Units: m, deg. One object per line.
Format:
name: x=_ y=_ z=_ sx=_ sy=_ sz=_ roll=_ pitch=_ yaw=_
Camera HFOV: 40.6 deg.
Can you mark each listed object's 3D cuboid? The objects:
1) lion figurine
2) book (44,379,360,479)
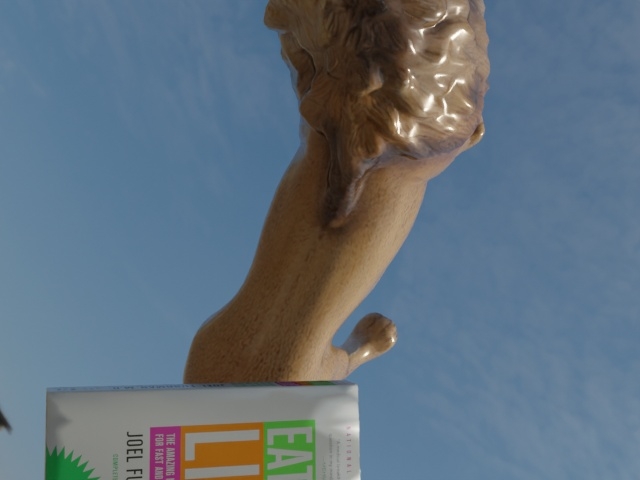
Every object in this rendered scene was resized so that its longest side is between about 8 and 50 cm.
lion figurine: x=0.000 y=0.000 z=0.518 sx=0.142 sy=0.240 sz=0.392 roll=18 pitch=-81 yaw=12
book: x=-0.054 y=0.115 z=0.403 sx=0.035 sy=0.144 sz=0.096 roll=176 pitch=-85 yaw=-71
